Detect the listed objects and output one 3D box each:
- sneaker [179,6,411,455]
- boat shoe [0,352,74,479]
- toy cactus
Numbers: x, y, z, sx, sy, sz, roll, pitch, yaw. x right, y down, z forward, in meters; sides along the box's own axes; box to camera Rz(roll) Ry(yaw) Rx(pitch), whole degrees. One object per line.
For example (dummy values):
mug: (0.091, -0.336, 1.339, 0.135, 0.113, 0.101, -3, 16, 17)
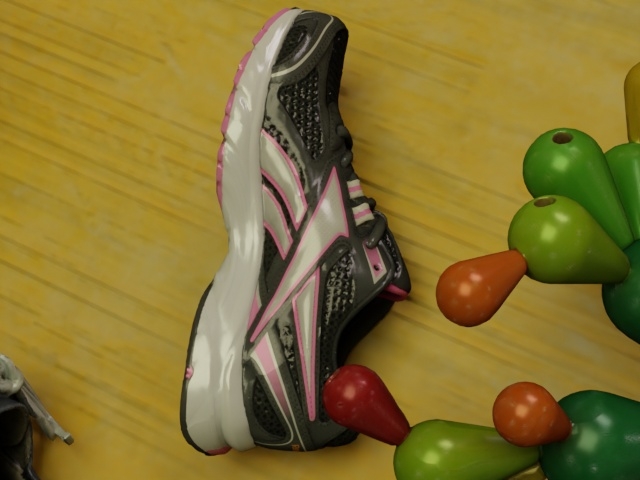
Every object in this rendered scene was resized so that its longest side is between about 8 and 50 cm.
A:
sneaker: (0.000, 0.000, 0.684, 0.077, 0.072, 0.178, 6, 82, 10)
boat shoe: (-0.142, 0.086, 0.682, 0.079, 0.095, 0.254, -37, 65, 7)
toy cactus: (0.124, 0.042, 0.598, 0.219, 0.112, 0.180, -38, 84, -26)
